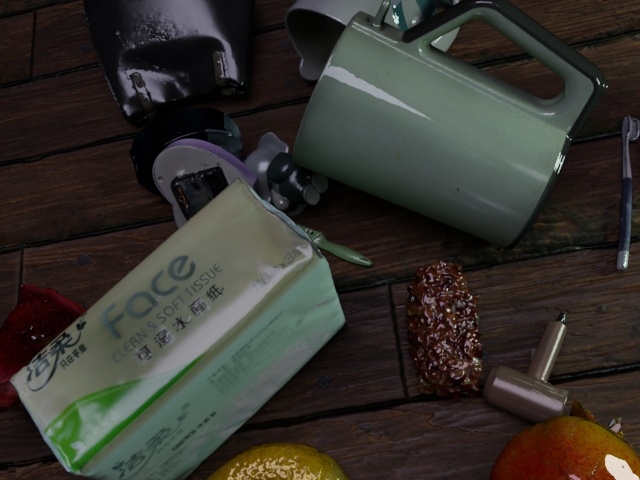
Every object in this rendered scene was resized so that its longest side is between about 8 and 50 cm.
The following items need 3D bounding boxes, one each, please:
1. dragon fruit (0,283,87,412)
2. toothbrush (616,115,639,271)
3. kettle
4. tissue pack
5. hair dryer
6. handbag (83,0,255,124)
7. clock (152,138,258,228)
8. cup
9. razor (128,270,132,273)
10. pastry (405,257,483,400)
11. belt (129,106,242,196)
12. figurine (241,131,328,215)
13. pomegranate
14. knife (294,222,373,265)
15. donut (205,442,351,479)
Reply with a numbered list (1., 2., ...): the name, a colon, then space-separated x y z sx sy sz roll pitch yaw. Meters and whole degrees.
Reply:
1. dragon fruit: -0.427 0.200 1.224 0.212 0.134 0.262 4 29 -2
2. toothbrush: 0.503 -0.080 1.238 0.026 0.024 0.288 13 66 1
3. kettle: 0.193 -0.200 1.149 0.377 0.361 0.250 25 31 3
4. tissue pack: -0.177 0.153 1.086 0.405 0.331 0.205 -41 66 -10
5. hair dryer: 0.327 0.182 1.131 0.117 0.064 0.181 21 63 21
6. handbag: -0.281 -0.387 1.478 0.343 0.152 0.287 -13 74 9
7. clock: -0.187 -0.075 1.268 0.172 0.198 0.064 -10 28 23
8. cup: 0.108 -0.401 1.354 0.290 0.219 0.257 25 71 31
9. razor: -0.232 0.057 1.314 0.211 0.035 0.084 -20 43 -4
10. pastry: 0.188 0.136 1.153 0.115 0.097 0.208 -7 65 1
11. belt: -0.234 -0.155 1.349 0.199 0.151 0.078 -24 56 1
12. figurine: -0.073 -0.109 1.312 0.192 0.126 0.147 20 80 37
13. pomegranate: 0.327 0.324 0.979 0.210 0.210 0.235 17 45 18
14. knife: 0.000 0.000 1.302 0.207 0.014 0.030 23 73 21
15. donut: -0.063 0.425 1.059 0.303 0.110 0.302 -4 64 8
